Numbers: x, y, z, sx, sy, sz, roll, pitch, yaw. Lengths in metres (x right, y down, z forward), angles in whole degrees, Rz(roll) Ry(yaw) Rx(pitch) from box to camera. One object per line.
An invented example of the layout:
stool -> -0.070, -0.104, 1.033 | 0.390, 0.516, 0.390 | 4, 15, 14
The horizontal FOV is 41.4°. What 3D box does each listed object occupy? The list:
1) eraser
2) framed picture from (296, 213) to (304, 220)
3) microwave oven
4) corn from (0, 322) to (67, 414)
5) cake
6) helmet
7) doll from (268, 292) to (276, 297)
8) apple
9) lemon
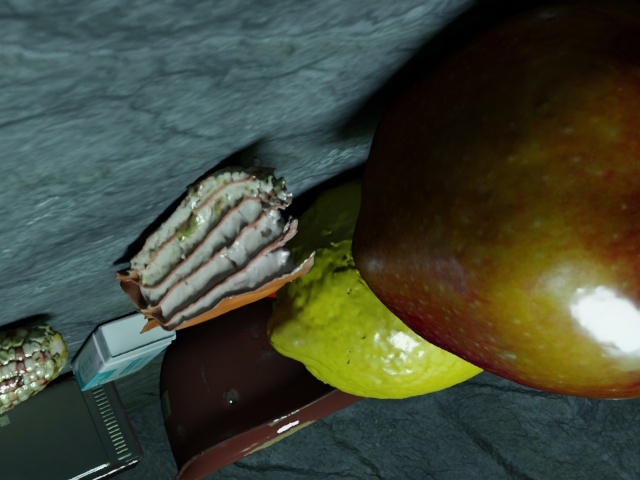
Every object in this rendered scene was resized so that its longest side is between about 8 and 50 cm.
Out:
eraser -> -0.276, 0.152, 1.164 | 0.095, 0.052, 0.225 | -18, 168, -30
framed picture -> 0.000, 0.000, 1.127 | 0.211, 0.020, 0.289 | -32, 169, 36
microwave oven -> -0.427, 0.325, 1.352 | 0.247, 0.178, 0.188 | -21, 170, -21
corn -> -0.371, 0.155, 0.829 | 0.253, 0.086, 0.086 | -23, 171, -15
cake -> -0.076, 0.006, 0.736 | 0.135, 0.098, 0.287 | -17, 173, -34
helmet -> -0.100, 0.180, 1.233 | 0.337, 0.230, 0.385 | -24, 163, -13
doll -> -0.064, 0.056, 1.110 | 0.057, 0.039, 0.114 | 16, 161, -30
apple -> 0.184, -0.028, 0.627 | 0.288, 0.288, 0.317 | -18, -176, -38
lemon -> 0.084, 0.044, 0.901 | 0.320, 0.245, 0.245 | -19, 169, -22
